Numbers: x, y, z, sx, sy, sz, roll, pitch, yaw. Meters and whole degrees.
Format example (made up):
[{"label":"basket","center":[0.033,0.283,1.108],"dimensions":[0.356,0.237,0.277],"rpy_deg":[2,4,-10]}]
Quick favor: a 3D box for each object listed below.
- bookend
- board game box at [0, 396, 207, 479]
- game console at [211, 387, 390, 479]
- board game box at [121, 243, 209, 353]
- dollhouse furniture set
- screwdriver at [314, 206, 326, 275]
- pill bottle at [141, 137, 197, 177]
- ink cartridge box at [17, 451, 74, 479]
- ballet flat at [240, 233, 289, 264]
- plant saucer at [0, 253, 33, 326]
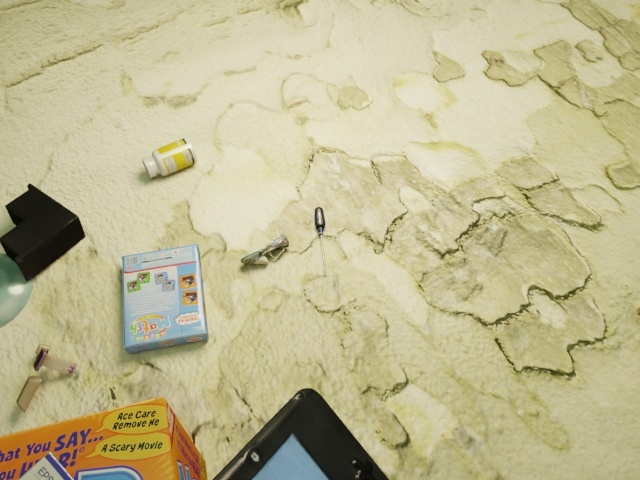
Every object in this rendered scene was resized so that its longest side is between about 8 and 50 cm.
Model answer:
[{"label":"bookend","center":[-0.621,-0.020,1.304],"dimensions":[0.156,0.072,0.157],"rpy_deg":[30,55,18]},{"label":"board game box","center":[-0.325,0.473,0.814],"dimensions":[0.356,0.356,0.356],"rpy_deg":[-13,58,-8]},{"label":"game console","center":[0.003,0.406,0.785],"dimensions":[0.342,0.060,0.386],"rpy_deg":[54,29,3]},{"label":"board game box","center":[-0.318,0.114,1.244],"dimensions":[0.160,0.039,0.211],"rpy_deg":[-9,56,-6]},{"label":"dollhouse furniture set","center":[-0.515,0.269,1.161],"dimensions":[0.081,0.091,0.114],"rpy_deg":[29,79,-28]},{"label":"screwdriver","center":[0.000,0.000,1.332],"dimensions":[0.025,0.024,0.170],"rpy_deg":[16,54,-25]},{"label":"pill bottle","center":[-0.354,-0.191,1.432],"dimensions":[0.116,0.065,0.065],"rpy_deg":[-26,60,-17]},{"label":"ink cartridge box","center":[-0.362,0.414,0.602],"dimensions":[0.175,0.069,0.371],"rpy_deg":[37,67,21]},{"label":"ballet flat","center":[-0.114,0.028,1.305],"dimensions":[0.114,0.041,0.041],"rpy_deg":[-32,62,-18]},{"label":"plant saucer","center":[-0.697,0.099,1.257],"dimensions":[0.195,0.037,0.195],"rpy_deg":[0,56,0]}]
